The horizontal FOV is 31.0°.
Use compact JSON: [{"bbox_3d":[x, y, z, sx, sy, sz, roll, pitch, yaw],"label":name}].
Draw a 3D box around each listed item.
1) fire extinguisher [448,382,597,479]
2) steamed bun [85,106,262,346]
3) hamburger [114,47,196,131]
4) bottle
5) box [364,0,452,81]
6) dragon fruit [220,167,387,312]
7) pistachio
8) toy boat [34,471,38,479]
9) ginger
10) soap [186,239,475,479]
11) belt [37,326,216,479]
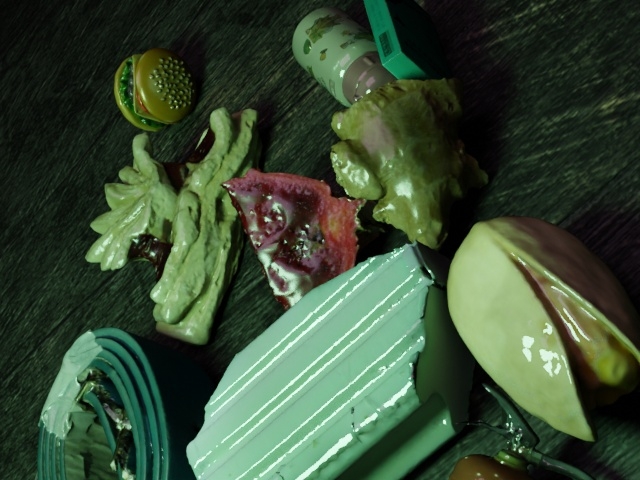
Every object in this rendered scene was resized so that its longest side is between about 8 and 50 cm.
[{"bbox_3d":[0.194,0.368,1.294,0.113,0.200,0.375,84,-150,-88],"label":"fire extinguisher"},{"bbox_3d":[-0.259,-0.043,1.976,0.247,0.189,0.427,-10,59,52],"label":"steamed bun"},{"bbox_3d":[-0.316,-0.288,2.210,0.115,0.162,0.162,-12,58,42],"label":"hamburger"},{"bbox_3d":[0.056,-0.276,1.836,0.120,0.120,0.253,-51,41,9],"label":"bottle"},{"bbox_3d":[0.132,-0.303,1.735,0.042,0.161,0.226,-34,45,23],"label":"box"},{"bbox_3d":[0.000,0.000,1.724,0.212,0.134,0.262,-25,77,13],"label":"dragon fruit"},{"bbox_3d":[0.260,0.085,1.328,0.187,0.187,0.299,-50,42,11],"label":"pistachio"},{"bbox_3d":[-0.446,0.398,1.971,0.085,0.078,0.260,136,147,-56],"label":"toy boat"},{"bbox_3d":[0.123,-0.093,1.596,0.123,0.219,0.270,111,153,-72],"label":"ginger"},{"bbox_3d":[0.025,0.208,1.524,0.446,0.156,0.261,-44,41,18],"label":"soap"},{"bbox_3d":[-0.290,0.334,1.765,0.300,0.173,0.436,-47,40,18],"label":"belt"}]
